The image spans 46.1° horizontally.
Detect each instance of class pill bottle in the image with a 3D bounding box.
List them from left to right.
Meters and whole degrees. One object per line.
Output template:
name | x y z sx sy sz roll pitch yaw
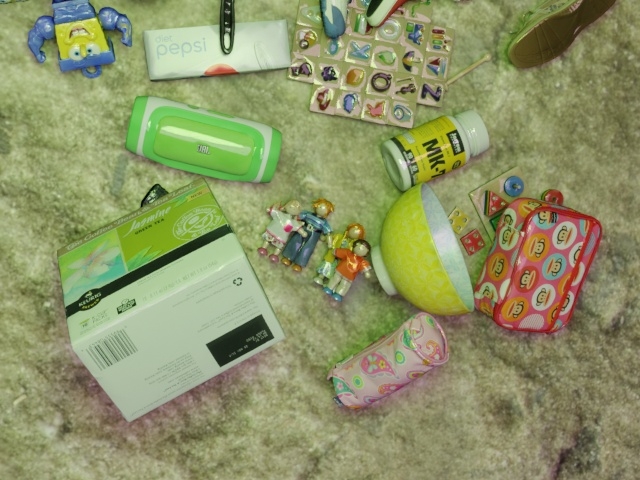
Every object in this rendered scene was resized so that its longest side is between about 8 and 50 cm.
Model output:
pill bottle | 0.247 -0.197 1.616 0.208 0.119 0.119 -25 102 -7

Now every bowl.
bowl | 0.199 0.037 1.586 0.156 0.289 0.290 -21 103 19

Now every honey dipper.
honey dipper | 0.308 -0.363 1.650 0.160 0.030 0.030 -33 103 -6

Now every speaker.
speaker | -0.234 -0.201 1.517 0.296 0.131 0.131 12 95 -13

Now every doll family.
doll family | 0.000 0.000 1.614 0.263 0.118 0.163 31 98 4

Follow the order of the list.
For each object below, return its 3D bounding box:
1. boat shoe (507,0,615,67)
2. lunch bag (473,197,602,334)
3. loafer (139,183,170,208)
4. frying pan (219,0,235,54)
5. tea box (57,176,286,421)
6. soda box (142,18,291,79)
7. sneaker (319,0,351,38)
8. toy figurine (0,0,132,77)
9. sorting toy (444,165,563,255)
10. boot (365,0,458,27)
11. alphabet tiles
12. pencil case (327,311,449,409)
boat shoe | 0.520 -0.485 1.655 0.285 0.089 0.105 -35 129 -2
lunch bag | 0.499 0.061 1.687 0.258 0.120 0.293 9 106 -27
loafer | -0.363 -0.034 1.550 0.061 0.062 0.170 37 91 -19
frying pan | -0.203 -0.542 1.463 0.197 0.053 0.326 24 71 -8
tea box | -0.289 0.099 1.425 0.329 0.323 0.220 -28 126 -7
soda box | -0.207 -0.381 1.513 0.286 0.091 0.098 -7 100 -10
sneaker | 0.063 -0.557 1.509 0.130 0.112 0.297 2 100 -5
toy figurine | -0.442 -0.429 1.464 0.362 0.191 0.217 -14 129 -10
sorting toy | 0.417 -0.075 1.704 0.274 0.046 0.132 -29 102 -5
boot | 0.221 -0.512 1.564 0.176 0.088 0.244 33 103 -30
alphabet tiles | 0.109 -0.397 1.598 0.342 0.011 0.285 9 93 -9
pencil case | 0.140 0.260 1.596 0.124 0.124 0.284 41 131 -14
